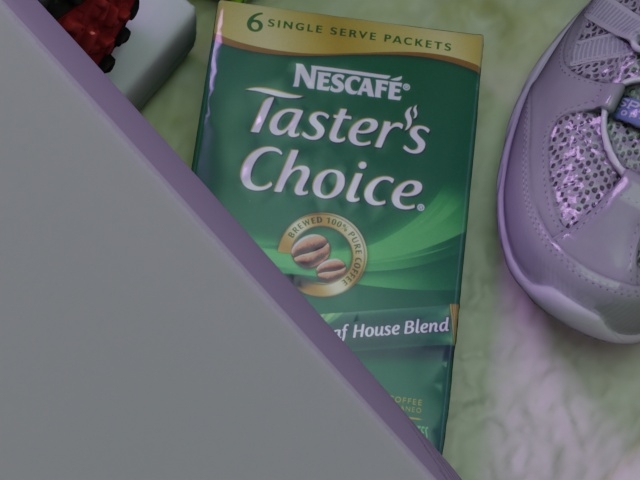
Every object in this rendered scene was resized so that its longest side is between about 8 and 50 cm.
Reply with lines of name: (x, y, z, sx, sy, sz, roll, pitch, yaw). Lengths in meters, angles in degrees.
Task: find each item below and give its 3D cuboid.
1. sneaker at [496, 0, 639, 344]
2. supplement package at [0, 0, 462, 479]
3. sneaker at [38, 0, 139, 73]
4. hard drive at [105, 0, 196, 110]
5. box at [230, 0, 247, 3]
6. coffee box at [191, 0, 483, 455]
sneaker: (0.152, -0.093, 0.713, 0.105, 0.115, 0.281, 25, 71, 5)
supplement package: (-0.091, 0.054, 0.531, 0.177, 0.175, 0.293, -41, 112, 0)
sneaker: (-0.188, -0.063, 0.640, 0.262, 0.104, 0.125, -32, 73, -13)
hard drive: (-0.247, -0.021, 0.701, 0.233, 0.047, 0.353, 36, 73, 9)
box: (-0.049, -0.187, 0.701, 0.109, 0.178, 0.042, 29, 48, 6)
coffee box: (0.000, 0.000, 0.710, 0.113, 0.040, 0.184, 9, 70, 0)
